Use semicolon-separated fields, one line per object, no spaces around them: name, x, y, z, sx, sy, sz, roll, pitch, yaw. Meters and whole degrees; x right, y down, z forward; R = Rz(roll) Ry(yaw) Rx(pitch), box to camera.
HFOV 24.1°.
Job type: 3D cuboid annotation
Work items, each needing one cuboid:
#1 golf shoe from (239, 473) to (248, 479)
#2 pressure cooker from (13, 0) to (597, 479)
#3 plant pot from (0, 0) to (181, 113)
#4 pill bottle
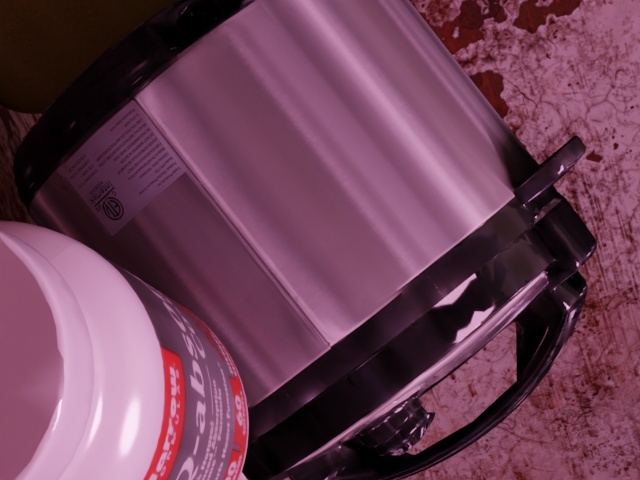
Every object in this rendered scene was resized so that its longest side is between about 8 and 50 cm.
golf shoe;-0.123;0.239;1.658;0.115;0.140;0.306;-132;-135;-86
pressure cooker;-0.003;0.002;1.248;0.420;0.375;0.370;51;-22;2
plant pot;-0.281;-0.299;1.255;0.293;0.275;0.274;42;25;-45
pill bottle;-0.180;0.105;0.931;0.363;0.210;0.210;50;21;-75
